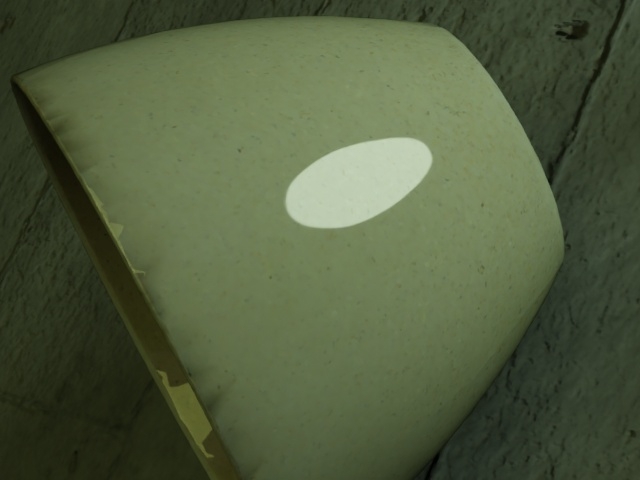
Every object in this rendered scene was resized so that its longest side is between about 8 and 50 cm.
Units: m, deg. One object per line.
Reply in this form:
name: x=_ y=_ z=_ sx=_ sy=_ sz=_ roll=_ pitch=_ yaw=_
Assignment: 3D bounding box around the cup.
cup: x=0.000 y=0.000 z=1.079 sx=0.237 sy=0.331 sz=0.331 roll=-28 pitch=43 yaw=-8
